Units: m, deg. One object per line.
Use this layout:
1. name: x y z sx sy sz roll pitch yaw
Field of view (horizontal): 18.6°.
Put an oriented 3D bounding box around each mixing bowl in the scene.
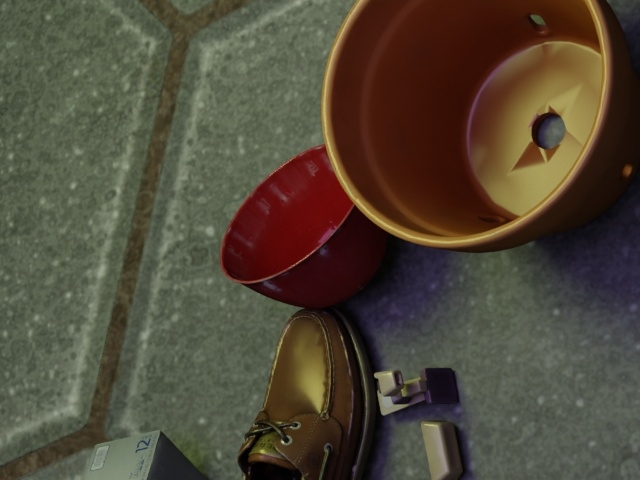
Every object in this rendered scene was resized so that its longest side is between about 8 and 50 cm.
1. mixing bowl: 0.000 0.000 1.950 0.181 0.098 0.181 -31 33 22

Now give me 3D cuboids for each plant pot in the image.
1. plant pot: 0.174 -0.120 1.820 0.291 0.203 0.291 -6 78 30

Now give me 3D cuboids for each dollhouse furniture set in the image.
1. dollhouse furniture set: 0.080 0.188 1.901 0.081 0.091 0.114 -24 71 43

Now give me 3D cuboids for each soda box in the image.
1. soda box: -0.200 0.334 1.952 0.091 0.098 0.286 -15 41 29

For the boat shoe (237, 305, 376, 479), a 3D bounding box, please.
1. boat shoe: -0.020 0.209 1.928 0.110 0.104 0.307 -11 73 43
